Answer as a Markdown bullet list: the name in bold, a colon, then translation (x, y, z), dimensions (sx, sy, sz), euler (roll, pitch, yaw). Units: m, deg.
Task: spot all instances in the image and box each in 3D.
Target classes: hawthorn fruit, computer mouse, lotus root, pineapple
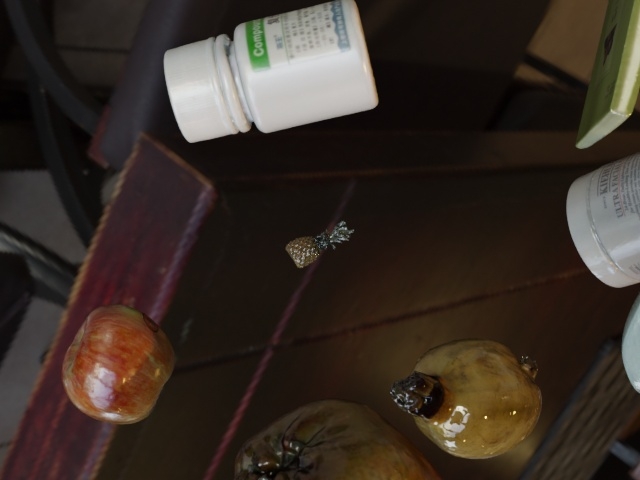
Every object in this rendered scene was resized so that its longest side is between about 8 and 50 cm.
- **hawthorn fruit**: translation (0.031, 0.346, 1.330), dimensions (0.268, 0.268, 0.301), euler (-47, 110, -11)
- **computer mouse**: translation (0.396, 0.078, 1.314), dimensions (0.128, 0.079, 0.230), euler (-34, 133, -40)
- **lotus root**: translation (0.212, 0.234, 1.710), dimensions (0.310, 0.183, 0.182), euler (8, 116, -54)
- **pineapple**: translation (0.000, 0.000, 2.096), dimensions (0.124, 0.058, 0.058), euler (-31, 151, -1)

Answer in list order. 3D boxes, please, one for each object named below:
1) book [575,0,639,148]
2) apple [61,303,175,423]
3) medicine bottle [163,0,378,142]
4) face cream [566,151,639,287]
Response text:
- **book**: translation (0.403, -0.307, 1.505), dimensions (0.239, 0.035, 0.352), euler (85, 19, -85)
- **apple**: translation (-0.253, 0.160, 1.450), dimensions (0.146, 0.131, 0.146), euler (-54, -163, 25)
- **medicine bottle**: translation (-0.057, -0.198, 1.373), dimensions (0.237, 0.139, 0.139), euler (-13, 151, 7)
- **face cream**: translation (0.462, -0.037, 1.631), dimensions (0.153, 0.177, 0.177), euler (-26, 175, 42)
